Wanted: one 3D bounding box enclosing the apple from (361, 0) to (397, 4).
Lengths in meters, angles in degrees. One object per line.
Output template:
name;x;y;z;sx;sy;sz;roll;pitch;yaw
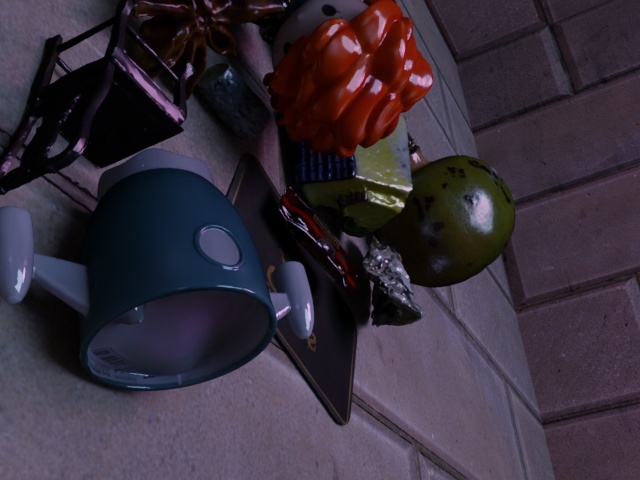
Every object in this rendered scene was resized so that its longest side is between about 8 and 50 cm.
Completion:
apple;0.027;-0.378;1.334;0.230;0.230;0.230;51;28;-42

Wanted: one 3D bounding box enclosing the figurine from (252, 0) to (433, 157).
figurine;-0.025;-0.309;1.059;0.412;0.241;0.306;53;-3;5

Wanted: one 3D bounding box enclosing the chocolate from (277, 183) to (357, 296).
chocolate;0.000;0.000;1.084;0.182;0.028;0.086;49;24;-16

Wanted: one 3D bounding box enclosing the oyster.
oyster;0.103;0.061;1.251;0.252;0.087;0.199;106;-18;-72

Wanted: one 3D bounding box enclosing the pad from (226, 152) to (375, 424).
pad;-0.012;0.080;1.032;0.375;0.063;0.315;58;24;-30

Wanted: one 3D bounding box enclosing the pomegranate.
pomegranate;0.242;-0.075;1.484;0.291;0.290;0.323;-21;102;-69

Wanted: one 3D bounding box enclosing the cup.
cup;-0.133;0.017;0.655;0.299;0.167;0.173;13;47;-36

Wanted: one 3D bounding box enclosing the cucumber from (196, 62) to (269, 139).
cucumber;-0.119;-0.187;1.006;0.112;0.064;0.064;44;33;-46

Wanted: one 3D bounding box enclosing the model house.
model house;0.021;-0.129;1.247;0.211;0.170;0.194;17;59;-31

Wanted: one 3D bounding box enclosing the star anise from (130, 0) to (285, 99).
star anise;-0.146;-0.265;0.871;0.196;0.212;0.111;3;24;-41

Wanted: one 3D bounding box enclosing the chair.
chair;-0.199;-0.102;0.668;0.113;0.106;0.229;48;32;-42
